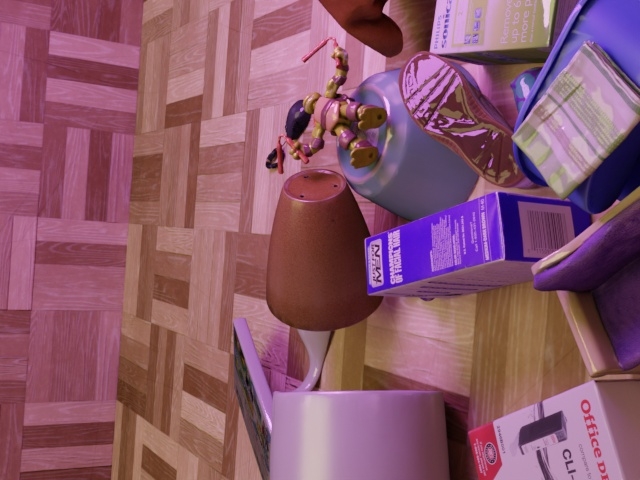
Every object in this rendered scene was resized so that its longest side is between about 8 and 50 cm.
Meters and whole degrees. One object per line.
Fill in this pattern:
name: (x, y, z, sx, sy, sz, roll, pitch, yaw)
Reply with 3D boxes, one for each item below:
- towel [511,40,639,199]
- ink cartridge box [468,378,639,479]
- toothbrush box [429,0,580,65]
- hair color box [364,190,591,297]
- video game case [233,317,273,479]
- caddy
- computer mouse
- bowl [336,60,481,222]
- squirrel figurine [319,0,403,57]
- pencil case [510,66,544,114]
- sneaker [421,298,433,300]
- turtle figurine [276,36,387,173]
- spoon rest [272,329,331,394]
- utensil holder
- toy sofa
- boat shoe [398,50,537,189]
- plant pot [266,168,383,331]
towel: (0.291, -0.136, 0.959, 0.152, 0.023, 0.113, -56, 52, 38)
ink cartridge box: (0.350, 0.323, 1.165, 0.273, 0.114, 0.197, -41, 52, 50)
toothbrush box: (0.311, -0.387, 1.307, 0.283, 0.122, 0.206, 19, 103, 60)
hair color box: (0.237, 0.017, 1.325, 0.338, 0.185, 0.110, -24, 66, 56)
video game case: (-0.151, 0.400, 2.002, 0.300, 0.036, 0.329, 95, 158, -47)
caddy: (0.384, -0.191, 1.044, 0.179, 0.241, 0.341, 54, 131, 42)
computer mouse: (-0.090, -0.257, 2.062, 0.242, 0.041, 0.071, -54, 44, 44)
bowl: (0.142, -0.186, 1.536, 0.311, 0.163, 0.312, -12, 76, 58)
squirrel figurine: (0.101, -0.589, 1.442, 0.370, 0.396, 0.281, -38, 44, 36)
pencil case: (0.343, -0.190, 1.285, 0.064, 0.070, 0.152, 74, -177, -68)
sneaker: (0.175, 0.069, 1.565, 0.170, 0.068, 0.071, -125, 31, -58)
turtle figurine: (0.024, -0.208, 1.493, 0.217, 0.087, 0.270, 41, 113, 45)
spoon rest: (-0.027, 0.227, 1.881, 0.137, 0.084, 0.277, 12, 84, 58)
utensil holder: (0.070, 0.455, 1.440, 0.327, 0.327, 0.386, -19, 67, 58)
toy sofa: (0.433, 0.023, 0.997, 0.362, 0.177, 0.150, -49, 46, 45)
boat shoe: (0.241, -0.191, 1.369, 0.109, 0.098, 0.302, -49, 60, 17)
plant pot: (0.000, 0.000, 1.604, 0.237, 0.237, 0.255, -131, 29, -50)
